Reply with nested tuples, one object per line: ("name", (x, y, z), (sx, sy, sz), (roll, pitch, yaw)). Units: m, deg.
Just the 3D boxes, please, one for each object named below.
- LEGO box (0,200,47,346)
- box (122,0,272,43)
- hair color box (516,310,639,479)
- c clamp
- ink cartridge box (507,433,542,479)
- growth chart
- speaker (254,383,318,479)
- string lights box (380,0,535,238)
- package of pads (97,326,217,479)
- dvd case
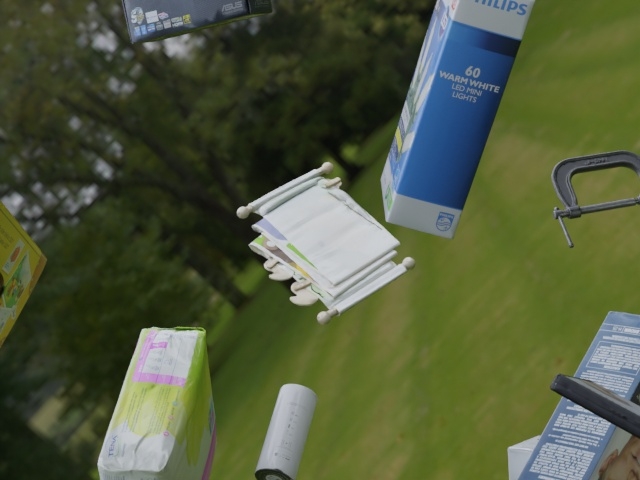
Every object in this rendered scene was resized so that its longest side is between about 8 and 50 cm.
("LEGO box", (-0.577, -0.018, 1.834), (0.193, 0.372, 0.500), (-63, -1, -10))
("box", (-0.188, -0.390, 2.081), (0.232, 0.183, 0.059), (-6, 6, 35))
("hair color box", (0.384, 0.282, 1.954), (0.105, 0.174, 0.347), (7, 53, 42))
("c clamp", (0.380, -0.060, 1.971), (0.160, 0.137, 0.022), (-14, -33, -12))
("ink cartridge box", (0.335, 0.334, 2.089), (0.063, 0.109, 0.150), (1, 6, 40))
("growth chart", (0.000, 0.000, 1.804), (0.172, 0.237, 0.021), (-25, -41, -20))
("speaker", (-0.045, 0.260, 1.957), (0.055, 0.055, 0.136), (-40, 27, 49))
("string lights box", (0.136, -0.149, 1.500), (0.133, 0.076, 0.260), (-92, 17, -68))
("package of pads", (-0.214, 0.282, 1.991), (0.296, 0.101, 0.229), (-79, -11, -53))
("dvd case", (0.343, 0.194, 1.550), (0.022, 0.180, 0.253), (-62, -18, 3))
